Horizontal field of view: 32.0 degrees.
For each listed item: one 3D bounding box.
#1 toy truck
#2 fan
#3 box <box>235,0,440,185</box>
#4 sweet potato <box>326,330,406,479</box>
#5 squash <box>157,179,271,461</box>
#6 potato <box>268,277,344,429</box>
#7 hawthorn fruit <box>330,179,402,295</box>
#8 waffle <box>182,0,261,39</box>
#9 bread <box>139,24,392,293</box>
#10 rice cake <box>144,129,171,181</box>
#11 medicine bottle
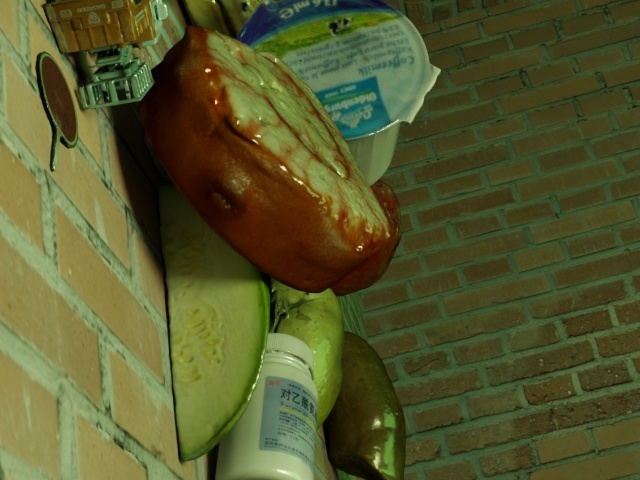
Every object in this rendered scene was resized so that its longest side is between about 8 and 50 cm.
[{"bbox_3d":[-0.196,-0.205,1.080,0.177,0.080,0.115,-87,166,-69],"label":"toy truck"},{"bbox_3d":[-0.222,-0.104,0.942,0.085,0.005,0.133,71,6,-45],"label":"fan"},{"bbox_3d":[0.004,-0.201,1.552,0.206,0.262,0.291,91,-22,-60],"label":"box"},{"bbox_3d":[0.072,0.299,2.068,0.158,0.158,0.369,66,12,-60],"label":"sweet potato"},{"bbox_3d":[-0.107,0.060,1.143,0.288,0.111,0.203,-85,158,-69],"label":"squash"},{"bbox_3d":[-0.043,0.143,1.389,0.248,0.144,0.169,-86,178,-45],"label":"potato"},{"bbox_3d":[0.031,-0.023,2.093,0.262,0.258,0.258,29,43,-54],"label":"hawthorn fruit"},{"bbox_3d":[-0.168,-0.446,1.848,0.261,0.114,0.376,65,11,-47],"label":"waffle"},{"bbox_3d":[-0.053,-0.087,1.203,0.295,0.114,0.328,58,16,15],"label":"bread"},{"bbox_3d":[-0.141,-0.041,1.332,0.081,0.051,0.290,-96,170,-49],"label":"rice cake"},{"bbox_3d":[-0.054,0.197,1.191,0.186,0.103,0.102,-86,163,-45],"label":"medicine bottle"}]
